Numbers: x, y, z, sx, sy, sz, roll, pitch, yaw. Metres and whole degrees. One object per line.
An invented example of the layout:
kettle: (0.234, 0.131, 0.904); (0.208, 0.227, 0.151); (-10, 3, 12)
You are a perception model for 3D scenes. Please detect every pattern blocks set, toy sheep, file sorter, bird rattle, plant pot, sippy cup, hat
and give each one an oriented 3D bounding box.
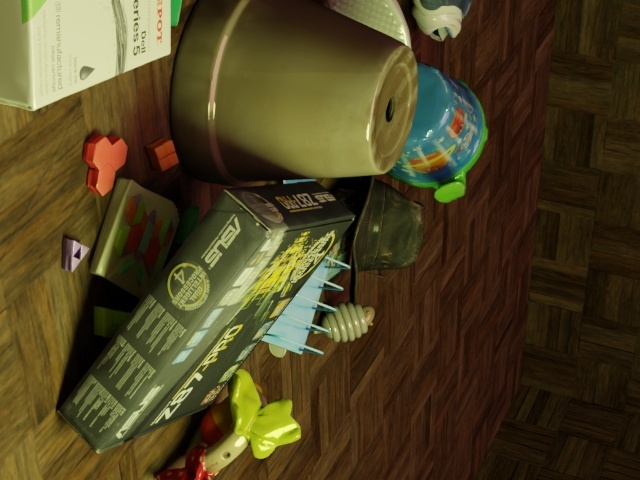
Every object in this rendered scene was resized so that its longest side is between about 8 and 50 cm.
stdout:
pattern blocks set: (-0.252, -0.003, 1.649); (0.325, 0.026, 0.285); (6, 97, -69)
toy sheep: (0.047, 0.162, 2.400); (0.091, 0.132, 0.091); (160, -90, -86)
file sorter: (-0.036, 0.104, 2.085); (0.118, 0.104, 0.170); (23, 80, -29)
bird rattle: (-0.151, 0.324, 1.918); (0.253, 0.143, 0.207); (-51, -167, 12)
plant pot: (-0.020, -0.215, 1.756); (0.323, 0.280, 0.323); (-46, 143, -51)
sippy cup: (0.189, -0.237, 2.311); (0.240, 0.305, 0.224); (-58, 160, 0)
hat: (0.132, -0.024, 2.327); (0.331, 0.134, 0.331); (8, 90, -88)

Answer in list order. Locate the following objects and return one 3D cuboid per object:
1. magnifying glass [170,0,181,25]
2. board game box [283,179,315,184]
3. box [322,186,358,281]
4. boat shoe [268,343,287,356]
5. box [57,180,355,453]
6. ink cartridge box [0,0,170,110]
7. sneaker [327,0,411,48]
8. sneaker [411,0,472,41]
magnifying glass: (-0.178, -0.316, 1.478); (0.231, 0.026, 0.092); (-154, -114, -79)
board game box: (-0.047, -0.138, 2.079); (0.168, 0.033, 0.133); (-49, 141, -59)
box: (0.000, 0.000, 2.260); (0.233, 0.044, 0.159); (-30, 130, -62)
boat shoe: (-0.068, 0.155, 2.181); (0.038, 0.046, 0.125); (-51, 150, -49)
box: (-0.147, 0.095, 1.653); (0.395, 0.097, 0.318); (-52, 164, 16)
ink cartridge box: (-0.276, -0.276, 1.296); (0.273, 0.115, 0.198); (-40, 139, -57)
sneaker: (0.077, -0.398, 2.003); (0.150, 0.135, 0.366); (-69, 147, -60)
sneaker: (0.274, -0.548, 2.537); (0.323, 0.130, 0.236); (-47, 154, -60)
